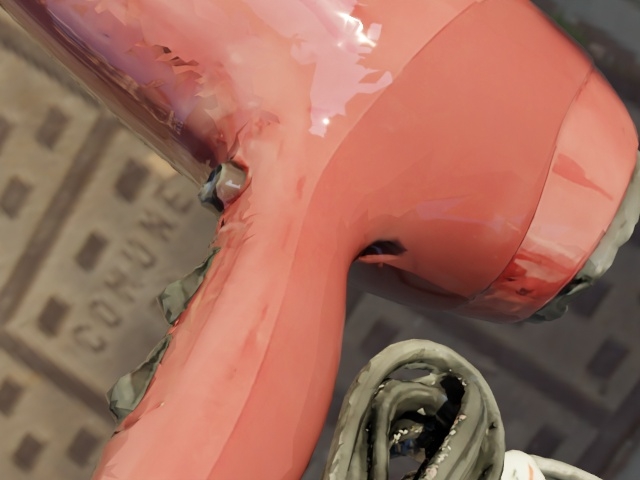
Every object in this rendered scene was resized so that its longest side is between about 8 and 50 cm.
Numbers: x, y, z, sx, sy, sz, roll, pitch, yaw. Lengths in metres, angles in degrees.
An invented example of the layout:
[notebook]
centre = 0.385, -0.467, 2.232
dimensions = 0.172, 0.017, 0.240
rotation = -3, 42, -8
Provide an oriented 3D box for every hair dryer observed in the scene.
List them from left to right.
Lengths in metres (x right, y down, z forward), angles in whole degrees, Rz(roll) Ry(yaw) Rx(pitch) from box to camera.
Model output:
[hair dryer]
centre = 0.000, 0.000, 0.361
dimensions = 0.080, 0.223, 0.293
rotation = -49, 64, 29
